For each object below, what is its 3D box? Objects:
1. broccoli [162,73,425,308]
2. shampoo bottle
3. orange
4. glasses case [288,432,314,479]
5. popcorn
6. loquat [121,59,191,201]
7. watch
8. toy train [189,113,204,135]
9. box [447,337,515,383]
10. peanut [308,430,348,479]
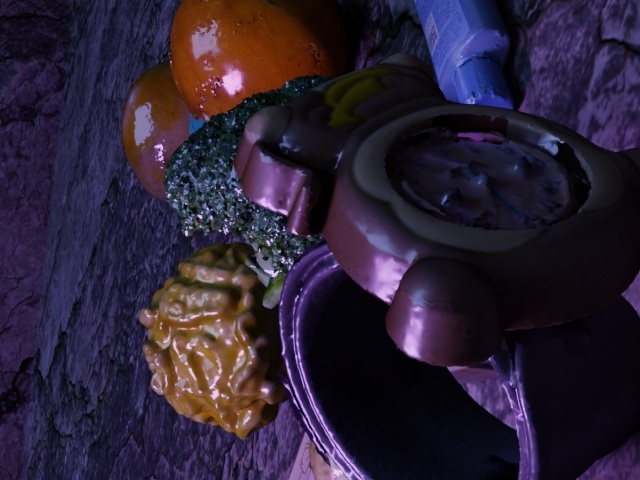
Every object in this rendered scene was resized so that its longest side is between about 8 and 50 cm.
[{"bbox_3d":[-0.016,-0.047,1.552,0.308,0.308,0.275,-103,26,-44],"label":"broccoli"},{"bbox_3d":[0.151,-0.220,1.499,0.258,0.061,0.104,-100,30,-41],"label":"shampoo bottle"},{"bbox_3d":[-0.081,-0.247,1.857,0.240,0.240,0.240,-171,90,-68],"label":"orange"},{"bbox_3d":[0.005,0.265,1.677,0.083,0.050,0.196,-126,50,-58],"label":"glasses case"},{"bbox_3d":[-0.102,0.124,1.792,0.225,0.249,0.249,7,88,37],"label":"popcorn"},{"bbox_3d":[-0.232,-0.173,2.273,0.179,0.179,0.227,159,112,-65],"label":"loquat"},{"bbox_3d":[0.099,0.062,1.173,0.335,0.314,0.327,34,135,32],"label":"watch"},{"bbox_3d":[-0.126,-0.220,2.125,0.203,0.112,0.163,161,112,-67],"label":"toy train"},{"bbox_3d":[0.159,0.032,1.381,0.141,0.058,0.201,151,126,-63],"label":"box"},{"bbox_3d":[0.039,0.282,1.525,0.103,0.098,0.229,97,170,-66],"label":"peanut"}]
